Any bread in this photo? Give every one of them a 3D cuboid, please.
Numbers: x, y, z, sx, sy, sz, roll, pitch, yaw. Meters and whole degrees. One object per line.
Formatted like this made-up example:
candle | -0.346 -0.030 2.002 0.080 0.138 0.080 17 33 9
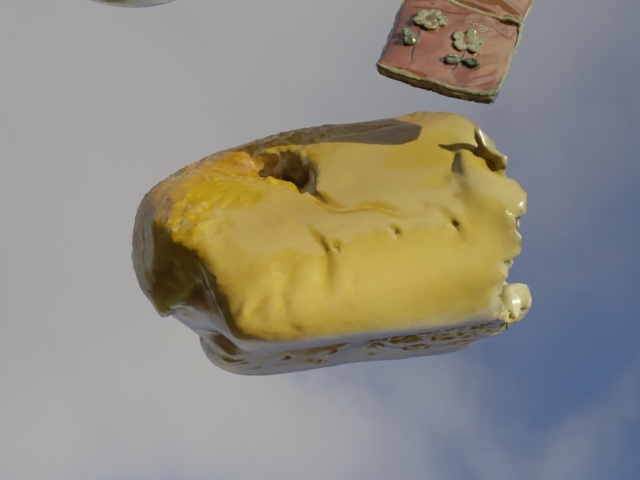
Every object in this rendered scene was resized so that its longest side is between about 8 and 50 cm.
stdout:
bread | 0.000 0.000 1.118 0.394 0.250 0.361 -7 -13 -4

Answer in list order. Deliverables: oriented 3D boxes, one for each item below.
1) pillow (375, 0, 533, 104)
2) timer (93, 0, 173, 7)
pillow | 0.141 -0.223 1.035 0.126 0.232 0.043 19 -34 7
timer | -0.207 -0.350 1.122 0.233 0.233 0.240 38 -28 1
